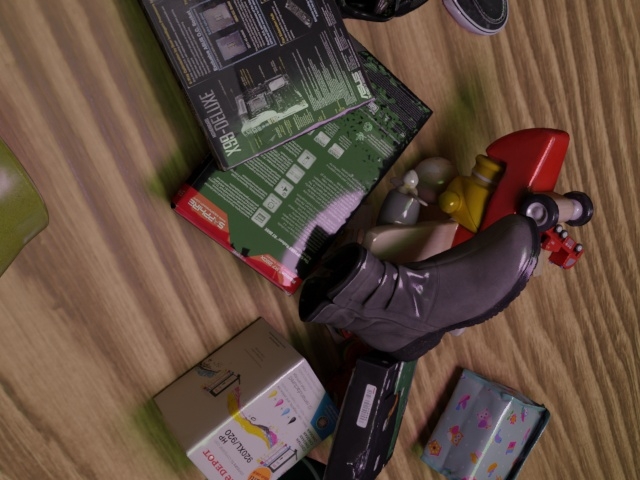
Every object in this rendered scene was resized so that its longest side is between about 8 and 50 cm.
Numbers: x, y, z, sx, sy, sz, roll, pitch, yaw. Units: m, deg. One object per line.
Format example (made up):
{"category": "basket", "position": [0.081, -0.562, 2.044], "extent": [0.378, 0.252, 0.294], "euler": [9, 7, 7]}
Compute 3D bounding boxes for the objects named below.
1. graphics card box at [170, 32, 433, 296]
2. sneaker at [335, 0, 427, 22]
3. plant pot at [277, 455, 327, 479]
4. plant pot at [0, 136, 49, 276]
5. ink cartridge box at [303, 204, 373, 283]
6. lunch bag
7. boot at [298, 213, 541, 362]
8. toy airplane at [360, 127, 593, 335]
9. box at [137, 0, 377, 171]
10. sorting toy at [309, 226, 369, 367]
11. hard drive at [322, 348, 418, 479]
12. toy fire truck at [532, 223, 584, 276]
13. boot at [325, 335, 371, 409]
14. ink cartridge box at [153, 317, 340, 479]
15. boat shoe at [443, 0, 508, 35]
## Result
{"category": "graphics card box", "position": [-0.028, -0.130, 1.156], "extent": [0.233, 0.094, 0.370], "euler": [38, 88, -17]}
{"category": "sneaker", "position": [0.112, -0.382, 1.155], "extent": [0.228, 0.130, 0.087], "euler": [-15, 116, -27]}
{"category": "plant pot", "position": [-0.031, 0.519, 1.343], "extent": [0.255, 0.272, 0.271], "euler": [32, 91, -50]}
{"category": "plant pot", "position": [-0.517, -0.006, 0.828], "extent": [0.353, 0.367, 0.366], "euler": [-44, 124, -24]}
{"category": "ink cartridge box", "position": [0.000, 0.000, 1.290], "extent": [0.179, 0.045, 0.145], "euler": [-3, 108, -37]}
{"category": "lunch bag", "position": [0.367, 0.417, 1.586], "extent": [0.262, 0.160, 0.223], "euler": [29, 89, -46]}
{"category": "boot", "position": [0.135, 0.055, 1.089], "extent": [0.223, 0.118, 0.338], "euler": [26, 124, -29]}
{"category": "toy airplane", "position": [0.246, -0.022, 1.313], "extent": [0.385, 0.272, 0.386], "euler": [-33, 154, -5]}
{"category": "box", "position": [-0.094, -0.281, 1.033], "extent": [0.243, 0.076, 0.307], "euler": [-28, 102, -9]}
{"category": "sorting toy", "position": [0.056, 0.091, 1.296], "extent": [0.132, 0.046, 0.274], "euler": [-37, 120, -18]}
{"category": "hard drive", "position": [0.096, 0.302, 1.307], "extent": [0.339, 0.064, 0.236], "euler": [3, 103, -73]}
{"category": "toy fire truck", "position": [0.457, 0.026, 1.555], "extent": [0.192, 0.047, 0.135], "euler": [34, 89, -35]}
{"category": "boot", "position": [0.051, 0.250, 1.400], "extent": [0.085, 0.059, 0.157], "euler": [-4, 111, -24]}
{"category": "ink cartridge box", "position": [-0.119, 0.285, 1.244], "extent": [0.233, 0.168, 0.171], "euler": [-37, 123, -13]}
{"category": "boat shoe", "position": [0.250, -0.467, 1.216], "extent": [0.113, 0.105, 0.306], "euler": [-37, 122, -14]}
